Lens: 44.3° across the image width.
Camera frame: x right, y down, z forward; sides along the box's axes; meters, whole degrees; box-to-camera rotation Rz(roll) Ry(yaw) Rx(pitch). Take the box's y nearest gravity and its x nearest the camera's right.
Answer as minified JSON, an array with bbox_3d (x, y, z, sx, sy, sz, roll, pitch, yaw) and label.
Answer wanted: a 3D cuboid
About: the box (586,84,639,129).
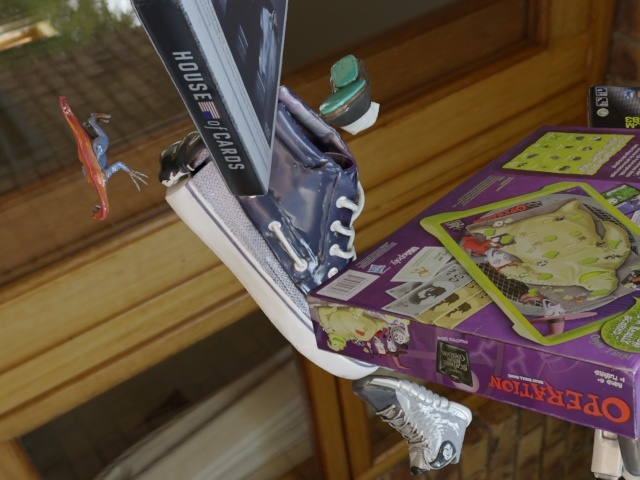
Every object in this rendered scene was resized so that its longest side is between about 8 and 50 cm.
[{"bbox_3d":[0.563,-0.190,1.364,0.191,0.184,0.045,5,-38,11],"label":"box"}]

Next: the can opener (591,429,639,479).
[{"bbox_3d":[0.375,0.331,0.996,0.076,0.095,0.283,4,-99,29],"label":"can opener"}]

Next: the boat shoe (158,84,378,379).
[{"bbox_3d":[0.000,0.000,0.817,0.340,0.158,0.127,47,23,-25],"label":"boat shoe"}]

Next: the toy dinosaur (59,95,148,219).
[{"bbox_3d":[-0.190,-0.060,0.646,0.047,0.090,0.082,-18,-116,32],"label":"toy dinosaur"}]

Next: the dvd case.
[{"bbox_3d":[-0.053,-0.173,0.477,0.179,0.030,0.238,69,22,-61],"label":"dvd case"}]

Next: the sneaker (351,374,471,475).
[{"bbox_3d":[0.143,0.303,1.260,0.229,0.132,0.086,23,-26,-21],"label":"sneaker"}]

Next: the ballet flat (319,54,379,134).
[{"bbox_3d":[0.063,-0.258,1.438,0.096,0.095,0.280,55,23,-23],"label":"ballet flat"}]

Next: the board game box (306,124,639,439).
[{"bbox_3d":[0.178,-0.004,0.551,0.208,0.347,0.056,5,-62,42],"label":"board game box"}]
